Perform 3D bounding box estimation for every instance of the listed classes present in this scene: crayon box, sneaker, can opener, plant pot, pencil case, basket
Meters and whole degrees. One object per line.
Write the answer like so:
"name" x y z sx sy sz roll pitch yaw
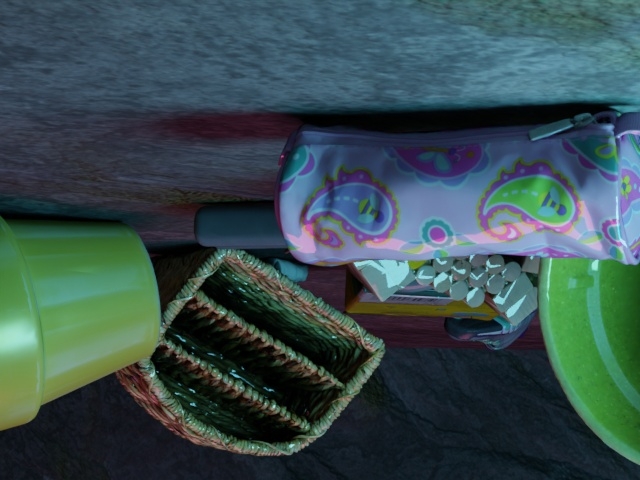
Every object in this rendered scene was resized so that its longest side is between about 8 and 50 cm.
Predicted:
"crayon box" 0.136 0.048 2.010 0.202 0.081 0.318 3 172 -4
"sneaker" -0.072 0.056 2.238 0.061 0.054 0.152 3 172 -32
"can opener" 0.000 0.000 1.685 0.280 0.093 0.074 4 175 23
"plant pot" 0.369 0.043 1.358 0.276 0.276 0.254 -5 -179 45
"plant pot" -0.322 0.080 1.842 0.239 0.254 0.254 -10 179 -26
"pencil case" 0.110 -0.041 1.229 0.284 0.124 0.124 -1 172 19
"basket" -0.109 0.164 2.139 0.299 0.213 0.223 35 157 -26
"sneaker" 0.242 0.127 2.255 0.083 0.098 0.223 32 -151 29

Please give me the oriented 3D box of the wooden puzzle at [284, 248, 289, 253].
"wooden puzzle" -0.004 0.008 2.008 0.078 0.014 0.116 0 174 -23

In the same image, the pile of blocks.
"pile of blocks" 0.164 0.000 1.571 0.362 0.149 0.112 15 -167 -26
